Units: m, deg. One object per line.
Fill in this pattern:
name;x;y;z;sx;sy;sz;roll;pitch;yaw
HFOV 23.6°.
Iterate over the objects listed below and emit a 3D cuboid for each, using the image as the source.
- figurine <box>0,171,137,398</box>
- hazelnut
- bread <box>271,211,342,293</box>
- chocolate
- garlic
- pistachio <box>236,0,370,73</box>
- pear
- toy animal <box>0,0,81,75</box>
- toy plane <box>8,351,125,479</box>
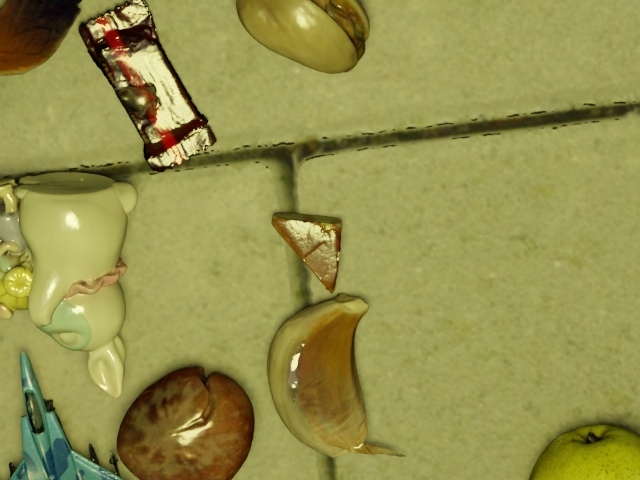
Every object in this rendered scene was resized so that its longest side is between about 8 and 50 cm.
figurine;-0.274;0.052;1.634;0.155;0.127;0.235;-4;107;-17
hazelnut;-0.146;0.209;1.663;0.154;0.143;0.143;-17;102;6
bread;0.000;0.000;1.659;0.062;0.043;0.109;-37;99;10
chocolate;-0.184;-0.164;1.631;0.086;0.028;0.182;-24;100;3
garlic;0.011;0.166;1.679;0.129;0.090;0.198;-17;98;-8
pistachio;-0.018;-0.230;1.579;0.149;0.113;0.113;41;100;-15
pear;0.310;0.301;1.654;0.198;0.198;0.198;0;103;1
toy animal;-0.421;-0.232;1.498;0.284;0.225;0.302;15;71;10
toy plane;-0.301;0.239;1.703;0.169;0.078;0.246;-12;96;3
